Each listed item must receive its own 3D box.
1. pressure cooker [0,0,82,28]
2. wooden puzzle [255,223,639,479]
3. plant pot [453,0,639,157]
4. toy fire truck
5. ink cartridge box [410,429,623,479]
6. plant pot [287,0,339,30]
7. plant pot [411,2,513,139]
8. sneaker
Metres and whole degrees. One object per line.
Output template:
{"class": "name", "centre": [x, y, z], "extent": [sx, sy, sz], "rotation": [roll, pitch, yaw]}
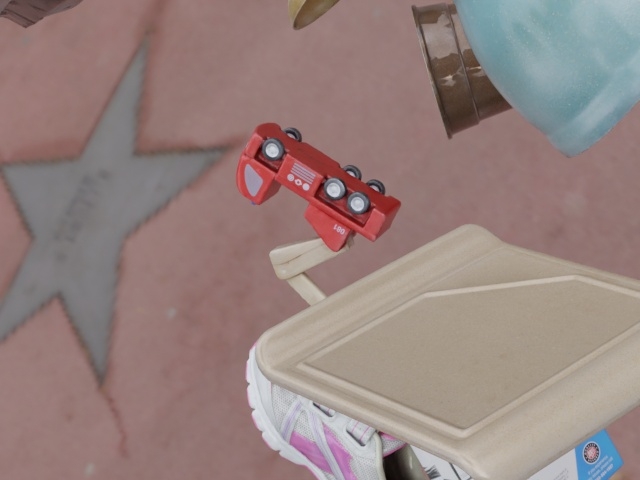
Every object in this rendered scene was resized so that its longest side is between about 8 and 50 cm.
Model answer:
{"class": "pressure cooker", "centre": [-0.208, -0.252, 0.660], "extent": [0.420, 0.376, 0.369], "rotation": [-19, 97, 59]}
{"class": "wooden puzzle", "centre": [0.109, 0.073, 1.111], "extent": [0.221, 0.044, 0.239], "rotation": [-28, 31, -30]}
{"class": "plant pot", "centre": [0.230, -0.249, 1.530], "extent": [0.293, 0.196, 0.293], "rotation": [-55, 5, 8]}
{"class": "toy fire truck", "centre": [0.000, 0.000, 1.455], "extent": [0.192, 0.047, 0.135], "rotation": [32, 116, 9]}
{"class": "ink cartridge box", "centre": [0.157, 0.156, 1.507], "extent": [0.148, 0.203, 0.086], "rotation": [-33, 5, -38]}
{"class": "plant pot", "centre": [0.039, -0.346, 2.005], "extent": [0.236, 0.032, 0.236], "rotation": [-46, -3, -3]}
{"class": "plant pot", "centre": [0.208, -0.220, 2.000], "extent": [0.165, 0.167, 0.167], "rotation": [-15, 53, 7]}
{"class": "sneaker", "centre": [0.031, 0.183, 1.604], "extent": [0.111, 0.103, 0.252], "rotation": [-38, 89, 36]}
